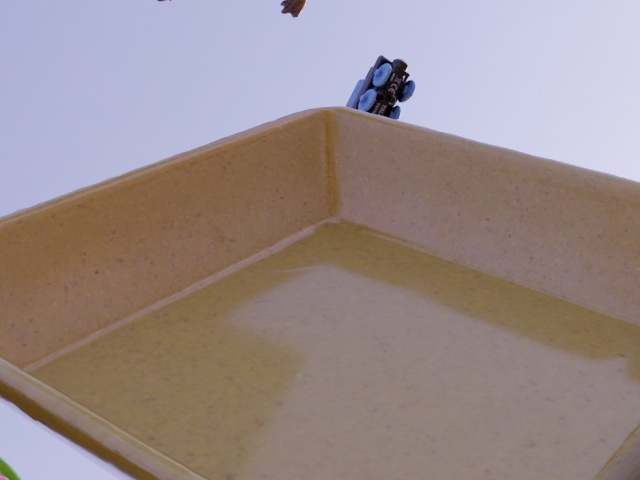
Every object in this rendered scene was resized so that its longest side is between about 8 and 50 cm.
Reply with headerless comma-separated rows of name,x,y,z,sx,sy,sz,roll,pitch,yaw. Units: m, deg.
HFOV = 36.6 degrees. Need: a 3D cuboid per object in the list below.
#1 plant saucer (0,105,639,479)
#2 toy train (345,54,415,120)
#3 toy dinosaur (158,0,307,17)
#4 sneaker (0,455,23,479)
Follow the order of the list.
plant saucer,0.025,0.041,0.451,0.333,0.332,0.081,-27,-54,-44
toy train,0.083,-0.216,1.588,0.080,0.105,0.184,29,-96,-27
toy dinosaur,-0.087,-0.372,1.078,0.295,0.127,0.200,10,-43,2
sneaker,-0.296,0.128,0.439,0.202,0.483,0.185,-59,-13,-16
